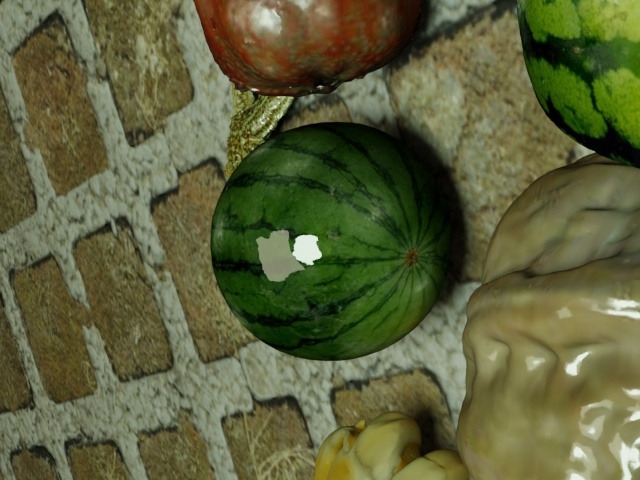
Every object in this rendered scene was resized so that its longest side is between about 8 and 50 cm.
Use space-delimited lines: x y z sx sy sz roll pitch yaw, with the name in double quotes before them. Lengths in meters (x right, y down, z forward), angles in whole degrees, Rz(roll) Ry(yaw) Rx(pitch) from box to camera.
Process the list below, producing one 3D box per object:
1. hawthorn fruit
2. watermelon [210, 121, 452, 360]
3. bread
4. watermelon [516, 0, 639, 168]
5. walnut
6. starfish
"hawthorn fruit" -0.018 -0.224 1.075 0.181 0.181 0.235 0 105 58
"watermelon" 0.000 0.000 1.136 0.215 0.188 0.188 8 112 49
"bread" 0.109 0.265 1.157 0.311 0.121 0.172 47 137 36
"watermelon" 0.196 -0.096 0.766 0.303 0.159 0.128 20 92 49
"walnut" 0.199 0.069 0.812 0.273 0.227 0.273 16 111 50
"starfish" -0.058 -0.101 1.321 0.208 0.053 0.175 -41 60 50
